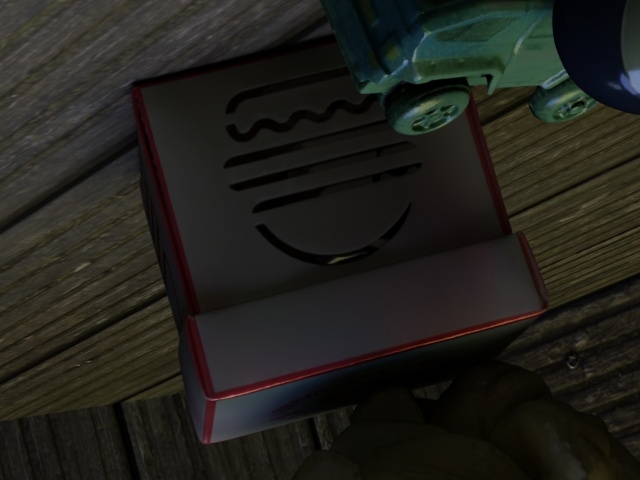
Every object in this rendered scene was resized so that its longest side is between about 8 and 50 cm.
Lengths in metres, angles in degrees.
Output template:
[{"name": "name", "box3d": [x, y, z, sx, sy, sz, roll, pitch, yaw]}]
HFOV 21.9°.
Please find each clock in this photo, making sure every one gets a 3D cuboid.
[{"name": "clock", "box3d": [0.238, -0.200, 1.131, 0.200, 0.146, 0.243, -19, 127, -16]}]

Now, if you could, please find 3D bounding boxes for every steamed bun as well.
[{"name": "steamed bun", "box3d": [0.122, 0.235, 1.520, 0.372, 0.230, 0.325, -12, 166, -30]}]

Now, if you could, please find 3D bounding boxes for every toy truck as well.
[{"name": "toy truck", "box3d": [0.134, -0.183, 1.286, 0.279, 0.155, 0.156, -8, 157, -34]}]

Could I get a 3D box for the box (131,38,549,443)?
[{"name": "box", "box3d": [0.000, 0.000, 1.576, 0.314, 0.300, 0.312, -14, 168, -8]}]
